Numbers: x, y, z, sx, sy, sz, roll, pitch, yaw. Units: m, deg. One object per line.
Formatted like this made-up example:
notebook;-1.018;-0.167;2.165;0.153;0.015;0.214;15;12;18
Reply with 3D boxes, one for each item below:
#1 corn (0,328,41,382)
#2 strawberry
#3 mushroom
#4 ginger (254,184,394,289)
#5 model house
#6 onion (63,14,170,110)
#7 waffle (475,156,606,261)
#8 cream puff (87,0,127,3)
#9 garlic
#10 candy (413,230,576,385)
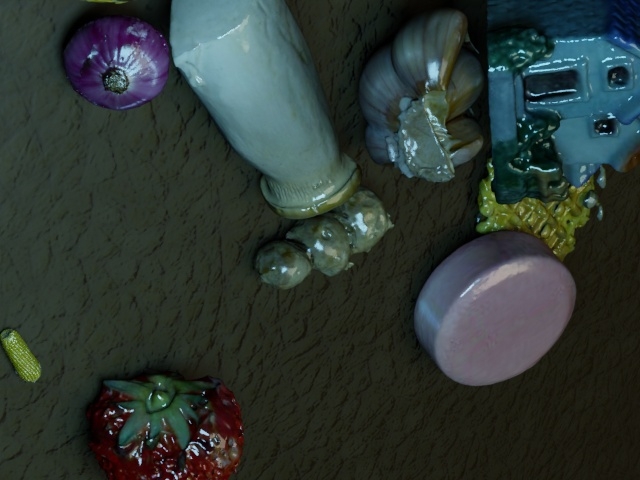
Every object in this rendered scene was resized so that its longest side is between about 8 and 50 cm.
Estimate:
corn;-0.347;0.135;1.828;0.027;0.028;0.083;-53;138;-32
strawberry;-0.187;0.257;1.957;0.187;0.184;0.201;-30;141;-26
mushroom;-0.067;-0.175;1.840;0.138;0.154;0.407;-14;135;14
ginger;0.000;0.000;2.064;0.204;0.080;0.104;-38;103;-25
model house;0.382;-0.202;2.094;0.329;0.251;0.294;-5;126;4
onion;-0.220;-0.197;1.714;0.115;0.104;0.115;1;134;2
waffle;0.326;-0.070;2.374;0.262;0.060;0.280;-18;123;-35
cream puff;-0.216;-0.333;1.604;0.189;0.129;0.189;-22;135;-23
garlic;0.124;-0.191;2.016;0.191;0.160;0.214;-59;140;-58
candy;0.260;0.106;2.338;0.255;0.094;0.255;-16;131;-19
